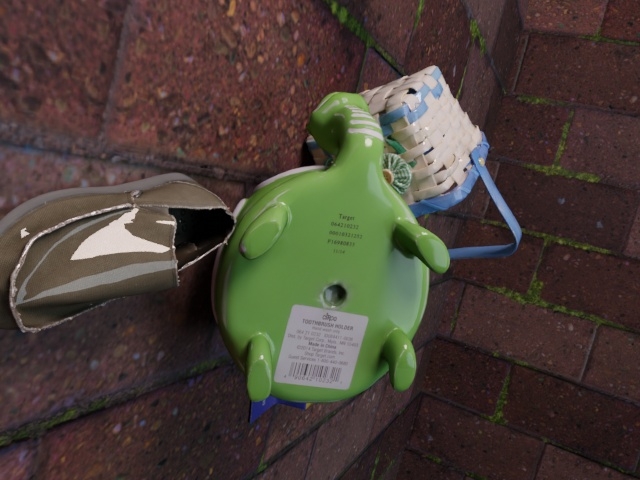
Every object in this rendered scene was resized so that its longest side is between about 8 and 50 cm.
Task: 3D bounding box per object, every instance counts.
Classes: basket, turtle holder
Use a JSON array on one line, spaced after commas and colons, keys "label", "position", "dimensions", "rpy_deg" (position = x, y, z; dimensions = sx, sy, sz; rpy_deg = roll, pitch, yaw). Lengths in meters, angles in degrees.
[{"label": "basket", "position": [0.126, -0.081, 0.825], "dimensions": [0.289, 0.255, 0.201], "rpy_deg": [53, 47, -25]}, {"label": "turtle holder", "position": [-0.016, 0.011, 0.643], "dimensions": [0.243, 0.227, 0.320], "rpy_deg": [-19, 107, -12]}]

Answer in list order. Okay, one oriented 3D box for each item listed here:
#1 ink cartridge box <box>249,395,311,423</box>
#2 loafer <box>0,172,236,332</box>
[{"label": "ink cartridge box", "position": [0.002, 0.121, 0.952], "dimensions": [0.307, 0.072, 0.303], "rpy_deg": [-33, 135, -60]}, {"label": "loafer", "position": [-0.160, 0.001, 0.467], "dimensions": [0.251, 0.087, 0.094], "rpy_deg": [-39, 139, -54]}]
